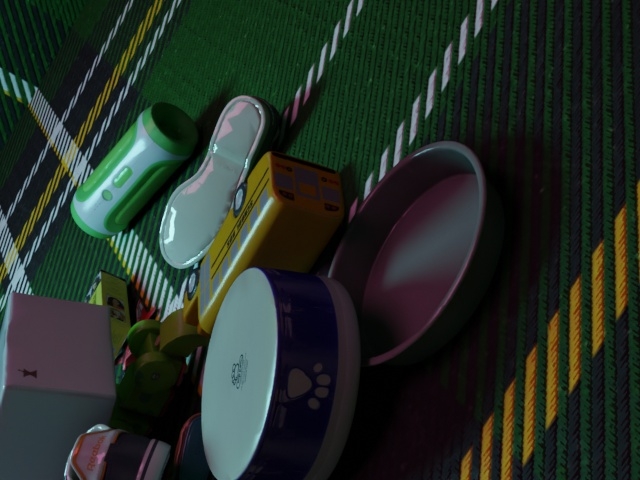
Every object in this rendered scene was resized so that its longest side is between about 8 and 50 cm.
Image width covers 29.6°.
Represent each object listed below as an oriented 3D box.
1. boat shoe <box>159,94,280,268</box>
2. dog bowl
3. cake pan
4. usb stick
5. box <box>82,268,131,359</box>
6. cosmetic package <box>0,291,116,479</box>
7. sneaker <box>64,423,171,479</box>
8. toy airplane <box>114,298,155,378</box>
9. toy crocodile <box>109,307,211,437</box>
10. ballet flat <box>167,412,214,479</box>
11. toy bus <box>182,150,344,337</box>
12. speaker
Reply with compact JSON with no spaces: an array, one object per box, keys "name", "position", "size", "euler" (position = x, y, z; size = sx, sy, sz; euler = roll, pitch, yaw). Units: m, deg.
[{"name":"boat shoe","position":[-0.159,-0.093,2.015],"size":[0.320,0.116,0.099],"euler":[-62,-17,15]},{"name":"dog bowl","position":[-0.053,0.167,1.458],"size":[0.265,0.104,0.265],"euler":[-169,90,-68]},{"name":"cake pan","position":[0.111,0.022,1.440],"size":[0.293,0.054,0.293],"euler":[-41,34,35]},{"name":"usb stick","position":[0.000,0.000,1.666],"size":[0.077,0.045,0.278],"euler":[-49,30,27]},{"name":"box","position":[-0.384,0.137,2.160],"size":[0.087,0.058,0.232],"euler":[-60,20,14]},{"name":"cosmetic package","position":[-0.439,0.332,1.845],"size":[0.230,0.161,0.453],"euler":[-108,33,-55]},{"name":"sneaker","position":[-0.279,0.326,1.641],"size":[0.321,0.127,0.126],"euler":[112,175,-60]},{"name":"toy airplane","position":[-0.318,0.171,2.080],"size":[0.151,0.028,0.151],"euler":[-50,26,35]},{"name":"toy crocodile","position":[-0.276,0.239,1.880],"size":[0.341,0.105,0.115],"euler":[-57,27,19]},{"name":"ballet flat","position":[-0.179,0.350,1.642],"size":[0.073,0.080,0.232],"euler":[109,179,-66]},{"name":"toy bus","position":[-0.085,0.028,1.649],"size":[0.130,0.108,0.333],"euler":[-97,30,-44]},{"name":"speaker","position":[-0.360,-0.131,2.335],"size":[0.296,0.131,0.131],"euler":[-43,32,32]}]
